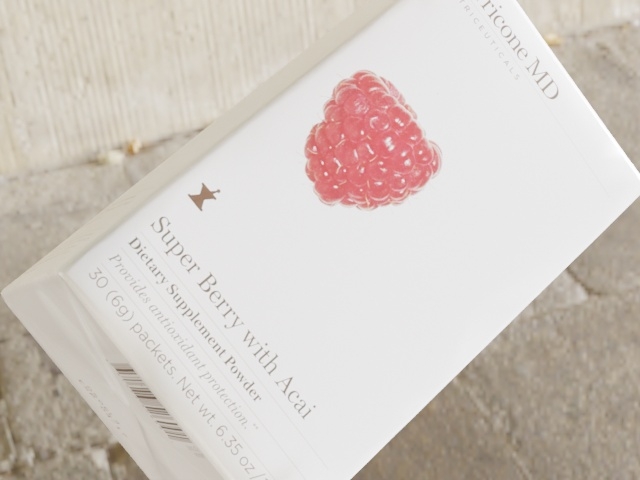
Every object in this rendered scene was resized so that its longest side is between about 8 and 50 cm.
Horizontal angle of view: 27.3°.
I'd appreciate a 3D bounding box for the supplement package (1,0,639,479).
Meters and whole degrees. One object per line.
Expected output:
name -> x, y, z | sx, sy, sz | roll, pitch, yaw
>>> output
supplement package -> 0.000, 0.000, 0.743 | 0.293, 0.177, 0.175 | -42, 10, -21
